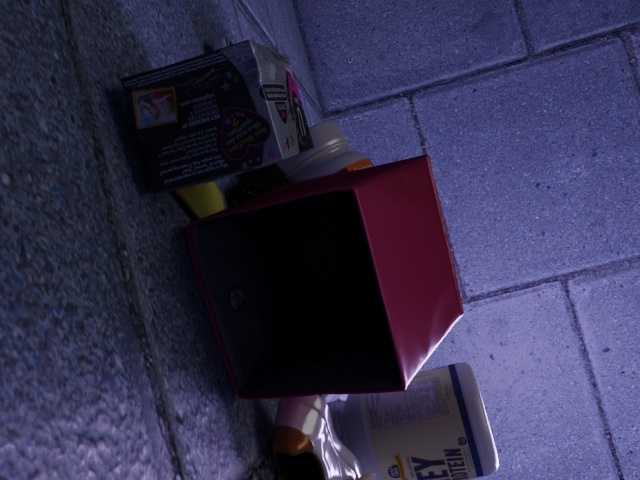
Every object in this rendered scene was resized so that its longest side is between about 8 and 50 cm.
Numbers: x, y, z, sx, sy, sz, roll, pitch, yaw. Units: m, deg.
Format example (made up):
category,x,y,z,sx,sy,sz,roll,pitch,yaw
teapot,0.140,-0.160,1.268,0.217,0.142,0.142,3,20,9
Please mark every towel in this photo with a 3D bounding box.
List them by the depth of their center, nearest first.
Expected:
category,x,y,z,sx,sy,sz,roll,pitch,yaw
towel,-0.183,-0.083,0.939,0.237,0.021,0.102,62,18,-58

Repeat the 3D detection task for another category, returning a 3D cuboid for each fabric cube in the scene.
category,x,y,z,sx,sy,sz,roll,pitch,yaw
fabric cube,0.018,0.043,0.944,0.258,0.259,0.254,-32,109,-59

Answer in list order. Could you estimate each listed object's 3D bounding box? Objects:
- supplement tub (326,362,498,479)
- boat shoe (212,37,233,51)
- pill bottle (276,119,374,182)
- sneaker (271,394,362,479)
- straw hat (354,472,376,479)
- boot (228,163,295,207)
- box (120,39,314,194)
category,x,y,z,sx,sy,sz,roll,pitch,yaw
supplement tub,0.189,0.405,1.453,0.235,0.325,0.235,-15,90,-82
boat shoe,-0.128,-0.301,1.403,0.306,0.105,0.113,64,13,-53
pill bottle,0.058,-0.059,1.556,0.392,0.224,0.224,58,7,5
sneaker,-0.016,0.356,1.053,0.123,0.106,0.290,-70,148,-41
straw hat,0.053,0.439,1.076,0.061,0.144,0.144,44,-10,32
boot,-0.055,-0.040,1.246,0.246,0.094,0.207,41,18,-15
box,-0.113,-0.154,0.869,0.247,0.164,0.142,-59,135,-76
